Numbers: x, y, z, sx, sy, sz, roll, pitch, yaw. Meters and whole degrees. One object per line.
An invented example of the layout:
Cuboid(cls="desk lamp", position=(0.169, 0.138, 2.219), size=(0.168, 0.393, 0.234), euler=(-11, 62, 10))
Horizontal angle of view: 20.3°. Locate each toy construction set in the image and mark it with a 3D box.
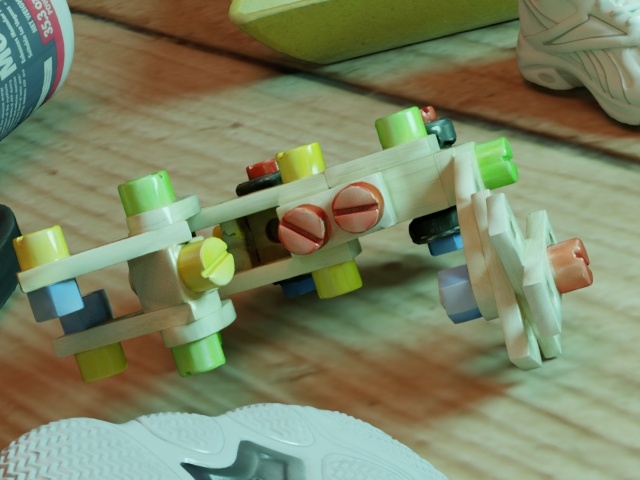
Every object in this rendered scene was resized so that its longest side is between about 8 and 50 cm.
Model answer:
Cuboid(cls="toy construction set", position=(0.000, 0.000, 1.073), size=(0.328, 0.151, 0.215), euler=(-2, 6, 14))

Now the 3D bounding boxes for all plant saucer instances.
Cuboid(cls="plant saucer", position=(0.104, -0.259, 1.556), size=(0.333, 0.081, 0.333), euler=(-12, 28, 11))

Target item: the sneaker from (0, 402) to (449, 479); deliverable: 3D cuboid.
Cuboid(cls="sneaker", position=(-0.056, 0.165, 0.862), size=(0.269, 0.153, 0.101), euler=(5, 28, -39))

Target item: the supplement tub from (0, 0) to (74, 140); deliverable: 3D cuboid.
Cuboid(cls="supplement tub", position=(-0.349, -0.136, 1.485), size=(0.191, 0.191, 0.272), euler=(0, 33, 32))

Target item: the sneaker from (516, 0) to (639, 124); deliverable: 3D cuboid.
Cuboid(cls="sneaker", position=(0.210, -0.155, 1.264), size=(0.090, 0.115, 0.232), euler=(-33, 31, -25))

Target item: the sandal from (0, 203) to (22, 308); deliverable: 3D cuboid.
Cuboid(cls="sandal", position=(-0.325, 0.081, 1.169), size=(0.168, 0.107, 0.445), euler=(-11, 29, 15))
